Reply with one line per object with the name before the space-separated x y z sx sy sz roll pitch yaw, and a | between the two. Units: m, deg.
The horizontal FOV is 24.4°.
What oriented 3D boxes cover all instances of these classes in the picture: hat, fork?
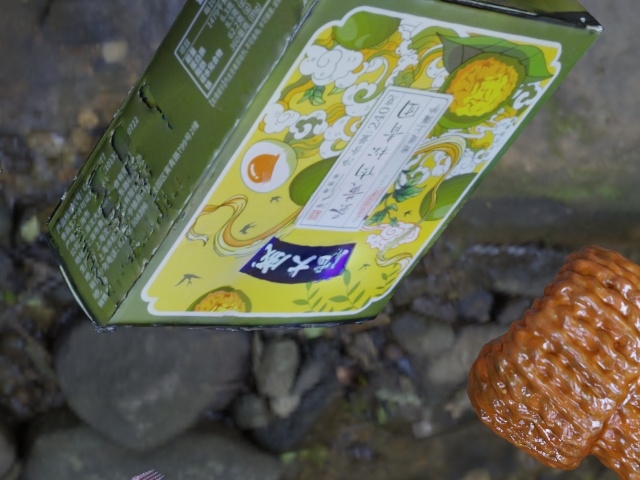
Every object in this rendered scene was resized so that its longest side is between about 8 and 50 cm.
hat | 0.372 0.219 1.731 0.285 0.400 0.285 -40 168 -11
fork | -0.163 0.213 1.147 0.016 0.012 0.115 40 109 -13

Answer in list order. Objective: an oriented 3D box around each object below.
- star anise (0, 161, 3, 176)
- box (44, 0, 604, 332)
star anise | -0.469 -0.131 1.591 0.227 0.148 0.218 -20 95 33
box | 0.005 -0.101 1.359 0.373 0.138 0.420 1 135 -47
